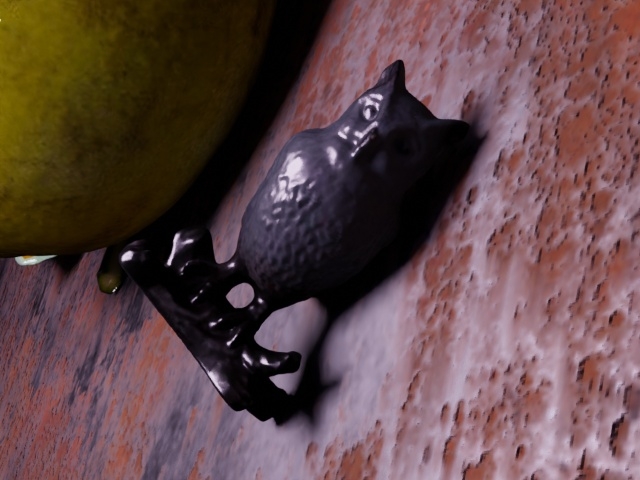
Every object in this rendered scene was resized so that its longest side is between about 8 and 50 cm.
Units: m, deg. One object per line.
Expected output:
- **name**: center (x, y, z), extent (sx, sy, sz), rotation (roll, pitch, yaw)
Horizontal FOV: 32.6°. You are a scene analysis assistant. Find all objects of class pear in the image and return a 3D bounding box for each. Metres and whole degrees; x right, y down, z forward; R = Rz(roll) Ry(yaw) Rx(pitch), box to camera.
- **pear**: center (-0.220, -0.173, 0.917), extent (0.413, 0.352, 0.352), rotation (-43, 32, 23)

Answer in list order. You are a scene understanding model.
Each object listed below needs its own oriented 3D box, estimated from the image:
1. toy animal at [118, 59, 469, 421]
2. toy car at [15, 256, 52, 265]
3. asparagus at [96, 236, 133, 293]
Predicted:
- **toy animal**: center (0.004, -0.002, 0.628), extent (0.210, 0.121, 0.117), rotation (-40, -14, 14)
- **toy car**: center (-0.316, -0.008, 1.253), extent (0.093, 0.058, 0.186), rotation (-24, 18, -17)
- **asparagus**: center (-0.192, 0.000, 1.047), extent (0.021, 0.025, 0.108), rotation (134, 150, -55)
